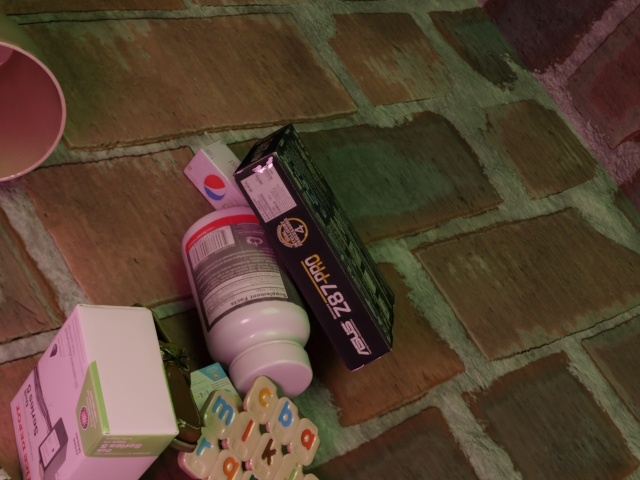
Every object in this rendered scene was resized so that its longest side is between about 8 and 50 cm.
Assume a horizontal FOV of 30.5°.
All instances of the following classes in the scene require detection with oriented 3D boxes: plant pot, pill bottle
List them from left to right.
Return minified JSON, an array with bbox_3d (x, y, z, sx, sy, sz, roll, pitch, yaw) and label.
[{"bbox_3d":[-0.561,-0.276,1.938,0.256,0.256,0.274,18,29,-28],"label":"plant pot"},{"bbox_3d":[-0.118,0.112,1.973,0.176,0.176,0.319,10,45,-35],"label":"pill bottle"}]

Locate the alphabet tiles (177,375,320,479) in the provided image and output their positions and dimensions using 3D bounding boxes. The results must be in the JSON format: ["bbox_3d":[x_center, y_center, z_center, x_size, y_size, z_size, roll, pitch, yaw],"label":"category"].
[{"bbox_3d":[-0.100,0.362,1.798,0.284,0.021,0.278,48,49,-28],"label":"alphabet tiles"}]

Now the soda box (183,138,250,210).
[{"bbox_3d":[-0.157,-0.084,2.220,0.216,0.074,0.069,49,38,7],"label":"soda box"}]

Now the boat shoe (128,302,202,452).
[{"bbox_3d":[-0.249,0.193,1.744,0.110,0.104,0.307,30,8,-42],"label":"boat shoe"}]

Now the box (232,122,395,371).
[{"bbox_3d":[0.000,0.000,2.076,0.395,0.097,0.318,59,13,-11],"label":"box"}]

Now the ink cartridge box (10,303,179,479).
[{"bbox_3d":[-0.317,0.244,1.613,0.114,0.273,0.198,6,51,-35],"label":"ink cartridge box"}]

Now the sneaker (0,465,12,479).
[{"bbox_3d":[-0.531,0.345,1.496,0.118,0.107,0.279,37,31,23],"label":"sneaker"}]

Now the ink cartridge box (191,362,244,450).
[{"bbox_3d":[-0.175,0.283,1.847,0.092,0.090,0.143,-17,67,-48],"label":"ink cartridge box"}]
